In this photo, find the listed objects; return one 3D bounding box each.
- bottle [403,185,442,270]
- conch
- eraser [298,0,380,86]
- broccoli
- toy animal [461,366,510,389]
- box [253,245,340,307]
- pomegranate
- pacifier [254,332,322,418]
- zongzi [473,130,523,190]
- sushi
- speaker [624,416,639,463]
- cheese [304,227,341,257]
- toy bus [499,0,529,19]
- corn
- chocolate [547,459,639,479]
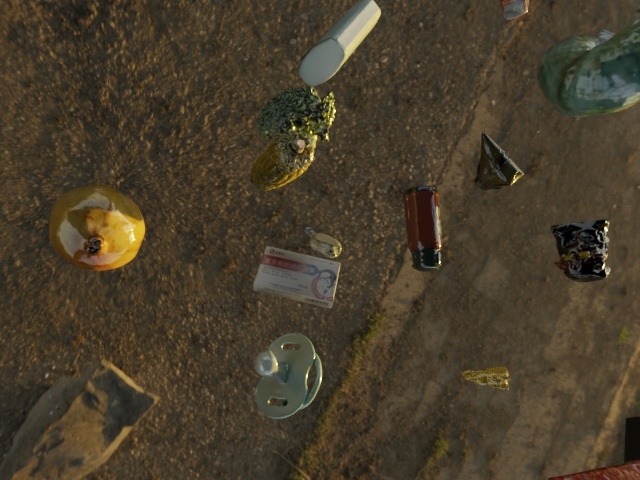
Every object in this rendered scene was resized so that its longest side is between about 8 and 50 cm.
[{"bbox_3d":[0.413,-0.041,1.643,0.144,0.144,0.335,5,76,-27],"label":"bottle"},{"bbox_3d":[0.518,-0.317,0.748,0.220,0.277,0.195,-40,74,-9],"label":"conch"},{"bbox_3d":[0.060,-0.628,1.293,0.104,0.189,0.289,42,57,-16],"label":"eraser"},{"bbox_3d":[-0.095,-0.527,1.727,0.272,0.334,0.323,26,101,-41],"label":"broccoli"},{"bbox_3d":[0.588,0.489,1.470,0.160,0.083,0.070,-3,113,7],"label":"toy animal"},{"bbox_3d":[-0.101,0.160,1.831,0.354,0.069,0.214,13,52,0],"label":"box"},{"bbox_3d":[-0.655,-0.037,1.211,0.265,0.264,0.263,-4,99,-26],"label":"pomegranate"},{"bbox_3d":[-0.151,0.510,1.604,0.269,0.289,0.343,49,42,-49],"label":"pacifier"},{"bbox_3d":[0.667,-0.312,1.664,0.112,0.221,0.242,-42,95,-13],"label":"zongzi"},{"bbox_3d":[0.799,0.047,1.252,0.172,0.153,0.150,43,44,-56],"label":"sushi"},{"bbox_3d":[0.891,0.583,0.974,0.254,0.184,0.232,40,52,-2],"label":"speaker"},{"bbox_3d":[-0.004,0.001,1.388,0.092,0.171,0.047,-11,127,-56],"label":"cheese"},{"bbox_3d":[0.497,-0.633,1.034,0.077,0.065,0.192,52,48,-35],"label":"toy bus"},{"bbox_3d":[-0.108,-0.199,1.084,0.115,0.318,0.115,3,83,-23],"label":"corn"},{"bbox_3d":[0.501,0.480,0.620,0.238,0.234,0.107,-4,125,-10],"label":"chocolate"}]
